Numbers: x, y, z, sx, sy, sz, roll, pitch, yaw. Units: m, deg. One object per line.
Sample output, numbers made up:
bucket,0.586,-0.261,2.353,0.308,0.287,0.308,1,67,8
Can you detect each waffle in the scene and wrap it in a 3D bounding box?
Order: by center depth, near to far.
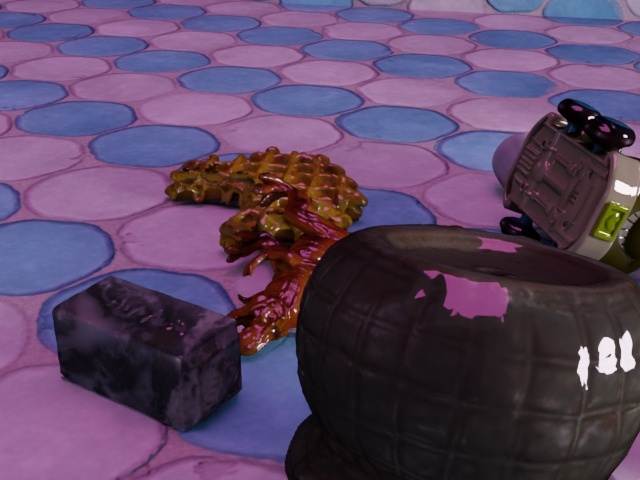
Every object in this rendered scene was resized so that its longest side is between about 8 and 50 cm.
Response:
waffle,-0.071,-0.074,1.291,0.260,0.069,0.293,-16,31,-28

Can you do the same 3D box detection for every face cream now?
face cream,0.311,-0.112,1.351,0.091,0.091,0.095,0,33,-2

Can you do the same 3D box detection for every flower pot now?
flower pot,0.119,0.108,0.704,0.302,0.213,0.302,9,10,-2

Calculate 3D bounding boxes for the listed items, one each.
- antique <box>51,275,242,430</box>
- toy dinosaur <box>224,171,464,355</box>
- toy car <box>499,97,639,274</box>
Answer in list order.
antique,-0.167,0.110,0.880,0.183,0.086,0.088,15,30,28
toy dinosaur,0.000,0.000,1.106,0.208,0.097,0.432,32,41,25
toy car,0.372,-0.052,1.155,0.198,0.204,0.248,18,19,-17
